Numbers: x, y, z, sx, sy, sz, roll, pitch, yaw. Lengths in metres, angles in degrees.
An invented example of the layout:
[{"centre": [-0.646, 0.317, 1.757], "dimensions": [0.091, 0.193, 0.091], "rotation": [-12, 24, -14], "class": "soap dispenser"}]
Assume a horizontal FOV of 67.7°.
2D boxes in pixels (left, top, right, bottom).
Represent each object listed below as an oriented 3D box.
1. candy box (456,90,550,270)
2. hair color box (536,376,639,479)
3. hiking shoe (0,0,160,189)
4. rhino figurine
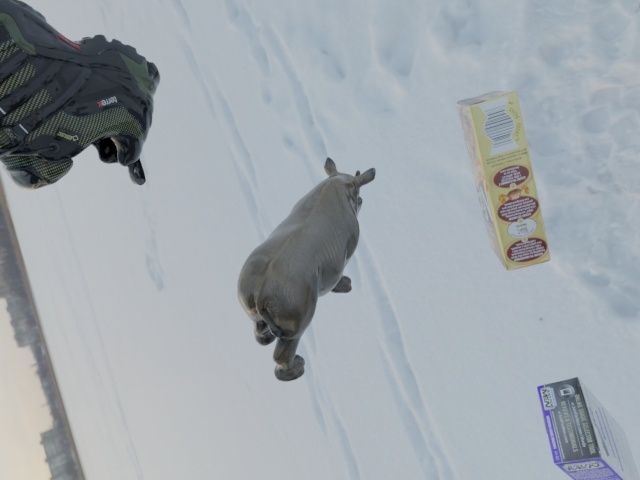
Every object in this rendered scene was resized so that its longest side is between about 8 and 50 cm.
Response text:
[{"centre": [0.351, -0.123, 0.928], "dimensions": [0.183, 0.087, 0.317], "rotation": [-63, -43, -71], "class": "candy box"}, {"centre": [0.653, 0.491, 1.147], "dimensions": [0.110, 0.339, 0.185], "rotation": [-26, 38, 30], "class": "hair color box"}, {"centre": [-0.208, -0.093, 0.316], "dimensions": [0.086, 0.226, 0.114], "rotation": [1, 91, 39], "class": "hiking shoe"}, {"centre": [0.000, 0.000, 0.445], "dimensions": [0.073, 0.243, 0.106], "rotation": [13, 133, 19], "class": "rhino figurine"}]
